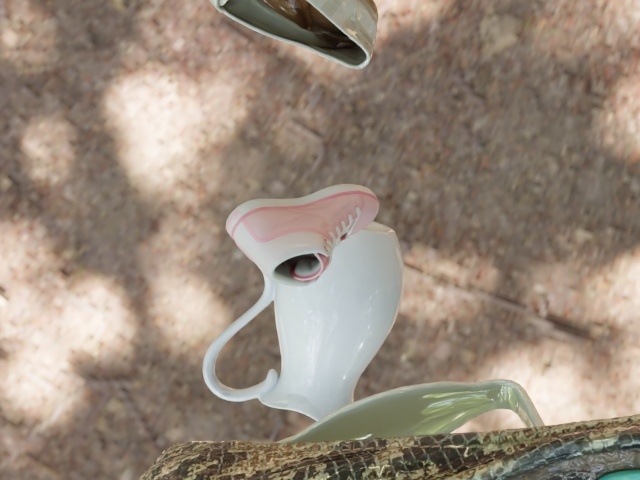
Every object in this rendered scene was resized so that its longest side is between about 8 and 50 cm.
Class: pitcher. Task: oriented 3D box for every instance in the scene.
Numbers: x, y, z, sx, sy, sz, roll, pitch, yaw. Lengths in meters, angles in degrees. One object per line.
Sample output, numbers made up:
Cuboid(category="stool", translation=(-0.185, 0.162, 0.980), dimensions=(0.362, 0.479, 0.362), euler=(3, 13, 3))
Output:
Cuboid(category="pitcher", translation=(-0.015, 0.075, 1.737), dimensions=(0.178, 0.125, 0.207), euler=(13, 99, -4))

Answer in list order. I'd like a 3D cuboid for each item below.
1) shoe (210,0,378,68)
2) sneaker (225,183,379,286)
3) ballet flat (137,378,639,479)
Cuboid(category="shoe", translation=(-0.041, -0.203, 1.369), dimensions=(0.219, 0.058, 0.076), euler=(28, 135, -27))
Cuboid(category="sneaker", translation=(0.000, 0.000, 1.307), dimensions=(0.070, 0.134, 0.051), euler=(53, 134, 32))
Cuboid(category="ballet flat", translation=(0.123, 0.141, 0.940), dimensions=(0.483, 0.182, 0.164), euler=(-3, 126, 9))
